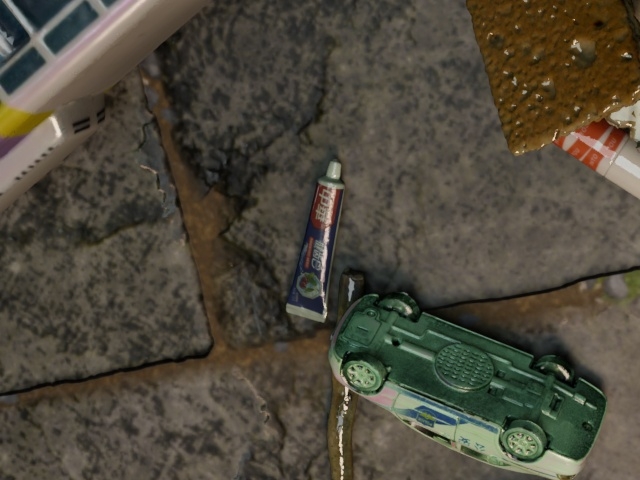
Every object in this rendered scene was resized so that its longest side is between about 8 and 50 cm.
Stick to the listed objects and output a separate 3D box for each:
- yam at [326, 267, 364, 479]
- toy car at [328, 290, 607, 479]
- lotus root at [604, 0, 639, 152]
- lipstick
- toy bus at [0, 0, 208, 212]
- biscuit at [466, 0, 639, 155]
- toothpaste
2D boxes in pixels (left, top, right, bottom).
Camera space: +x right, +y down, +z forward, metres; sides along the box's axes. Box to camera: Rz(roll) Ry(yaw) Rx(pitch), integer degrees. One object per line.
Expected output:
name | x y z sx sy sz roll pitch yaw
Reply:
yam | 0.020 0.139 1.610 0.027 0.029 0.234 -4 104 -23
toy car | 0.113 0.121 1.546 0.224 0.090 0.076 22 136 10
lotus root | 0.315 -0.111 1.442 0.260 0.074 0.170 26 105 10
lipstick | 0.237 -0.059 1.494 0.130 0.038 0.038 34 109 7
toy bus | -0.249 -0.190 1.529 0.440 0.209 0.249 -38 90 19
biscuit | 0.166 -0.186 1.442 0.131 0.025 0.231 -25 69 35
toothpaste | 0.000 0.000 1.591 0.037 0.021 0.140 17 109 18
